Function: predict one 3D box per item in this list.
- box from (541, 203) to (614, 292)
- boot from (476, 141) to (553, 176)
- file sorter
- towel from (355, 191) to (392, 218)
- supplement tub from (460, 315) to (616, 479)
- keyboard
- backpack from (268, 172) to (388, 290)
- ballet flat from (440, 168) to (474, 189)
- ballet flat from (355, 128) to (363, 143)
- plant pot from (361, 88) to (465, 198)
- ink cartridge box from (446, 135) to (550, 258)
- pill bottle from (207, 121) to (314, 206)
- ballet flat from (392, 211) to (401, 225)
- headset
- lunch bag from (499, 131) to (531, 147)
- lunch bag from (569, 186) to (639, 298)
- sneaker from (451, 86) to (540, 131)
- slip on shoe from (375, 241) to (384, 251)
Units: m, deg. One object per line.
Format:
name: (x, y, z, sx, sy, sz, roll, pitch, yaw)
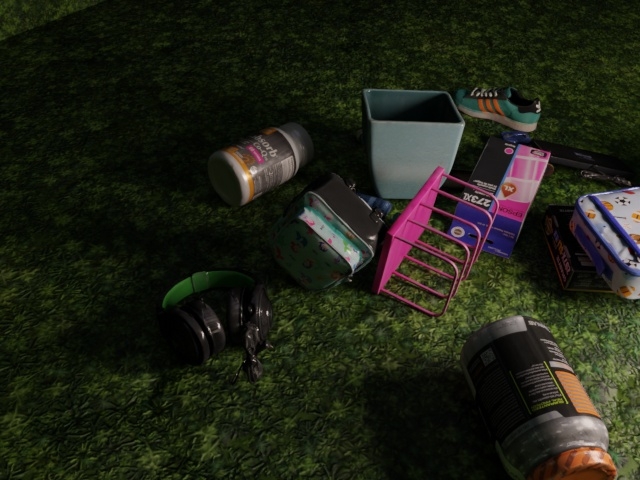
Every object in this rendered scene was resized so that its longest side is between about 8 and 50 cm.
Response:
box: (0.754, 0.021, 1.646, 0.322, 0.079, 0.257, 3, 43, -1)
boot: (0.583, -0.249, 1.938, 0.219, 0.082, 0.106, 10, 44, 10)
file sorter: (0.280, 0.007, 1.538, 0.182, 0.202, 0.290, 27, 48, 17)
towel: (0.133, -0.100, 1.777, 0.119, 0.029, 0.067, 19, 43, 17)
supplement tub: (0.397, 0.312, 1.203, 0.193, 0.193, 0.316, -5, 42, -9)
keyboard: (0.784, -0.220, 1.903, 0.317, 0.033, 0.201, 8, 32, -14)
backpack: (0.000, 0.000, 1.486, 0.225, 0.253, 0.191, 44, 53, -7)
ballet flat: (0.438, -0.178, 1.864, 0.250, 0.058, 0.084, 5, 42, 2)
ballet flat: (0.191, -0.344, 2.041, 0.168, 0.057, 0.052, -9, 33, -14)
plant pot: (0.232, -0.253, 1.777, 0.247, 0.252, 0.248, 2, 32, -2)
ink cartridge box: (0.485, -0.126, 1.757, 0.176, 0.069, 0.371, 20, 57, 18)
pill bottle: (-0.160, -0.219, 1.794, 0.162, 0.162, 0.278, 34, 50, 30)
ballet flat: (0.204, -0.031, 1.697, 0.041, 0.041, 0.114, 11, 38, 9)
headset: (-0.206, 0.153, 1.351, 0.243, 0.185, 0.394, -16, 34, -20)
lunch bag: (0.605, -0.302, 2.011, 0.098, 0.065, 0.067, -1, 42, -4)
lunch bag: (0.741, 0.003, 1.527, 0.243, 0.115, 0.303, -7, 42, -8)
sneaker: (0.586, -0.468, 2.155, 0.302, 0.121, 0.108, 23, 45, 21)
slip on shoe: (0.119, 0.022, 1.632, 0.135, 0.041, 0.051, -7, 1, -32)
